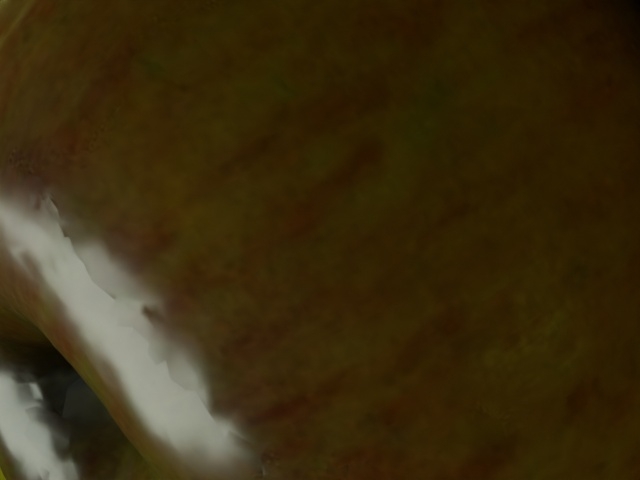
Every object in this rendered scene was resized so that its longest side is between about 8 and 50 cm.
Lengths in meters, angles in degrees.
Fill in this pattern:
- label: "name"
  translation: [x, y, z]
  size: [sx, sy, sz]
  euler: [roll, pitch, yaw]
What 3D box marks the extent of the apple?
- label: "apple"
  translation: [0.000, 0.000, 0.561]
  size: [0.400, 0.334, 0.400]
  euler: [30, 138, 31]
